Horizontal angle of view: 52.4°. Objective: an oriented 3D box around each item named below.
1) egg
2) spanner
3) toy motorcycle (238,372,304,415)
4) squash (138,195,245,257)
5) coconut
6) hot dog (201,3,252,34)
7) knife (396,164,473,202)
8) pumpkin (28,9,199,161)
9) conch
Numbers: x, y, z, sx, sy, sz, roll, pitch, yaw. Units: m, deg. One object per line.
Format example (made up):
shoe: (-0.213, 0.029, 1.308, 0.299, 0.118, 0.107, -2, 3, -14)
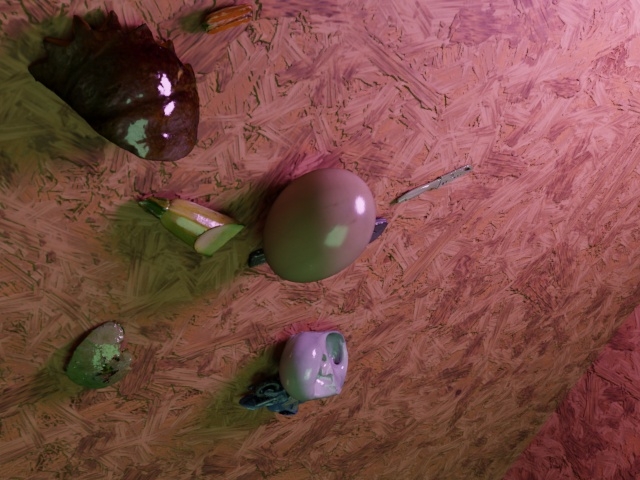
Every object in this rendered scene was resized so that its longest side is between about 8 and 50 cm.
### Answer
egg: (-0.006, -0.025, 1.200, 0.241, 0.186, 0.186, -45, 140, 16)
spanner: (0.000, 0.000, 1.354, 0.325, 0.026, 0.093, -17, 136, -21)
toy motorcycle: (-0.097, 0.384, 1.602, 0.205, 0.076, 0.114, 21, 120, -45)
squash: (-0.223, -0.026, 1.124, 0.090, 0.075, 0.200, -29, 145, 31)
coconut: (-0.419, 0.236, 1.237, 0.133, 0.055, 0.158, -25, 136, -18)
hot dog: (-0.138, -0.327, 0.953, 0.083, 0.021, 0.037, -23, 158, -21)
knife: (0.253, -0.123, 1.432, 0.207, 0.014, 0.030, -25, 136, -16)
pumpkin: (-0.244, -0.207, 0.892, 0.253, 0.149, 0.130, 13, 127, -42)
conch: (-0.013, 0.289, 1.534, 0.185, 0.121, 0.221, -53, 145, -2)
